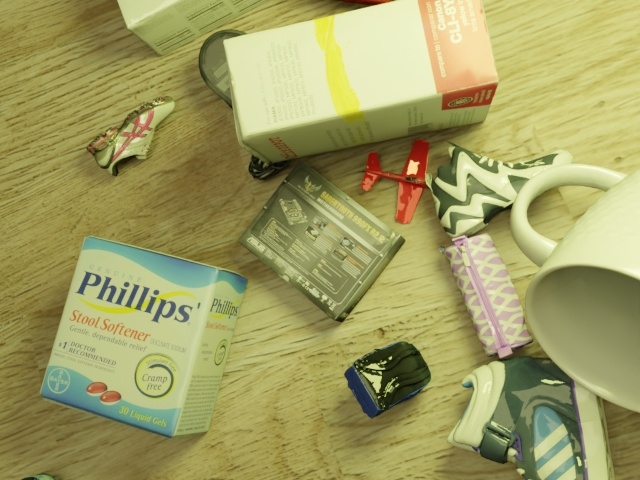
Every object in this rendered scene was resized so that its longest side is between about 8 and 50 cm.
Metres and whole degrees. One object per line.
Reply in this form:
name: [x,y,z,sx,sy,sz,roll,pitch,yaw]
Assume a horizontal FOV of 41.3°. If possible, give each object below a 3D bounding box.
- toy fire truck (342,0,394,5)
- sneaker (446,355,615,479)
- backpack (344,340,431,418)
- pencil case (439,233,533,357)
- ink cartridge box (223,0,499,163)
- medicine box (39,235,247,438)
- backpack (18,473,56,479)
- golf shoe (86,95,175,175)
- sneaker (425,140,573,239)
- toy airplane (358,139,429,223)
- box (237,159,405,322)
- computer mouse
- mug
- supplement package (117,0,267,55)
toy fire truck: [0.113,-0.545,1.481,0.254,0.169,0.302,35,92,-1]
sneaker: [0.317,0.339,1.299,0.236,0.130,0.322,-8,82,22]
backpack: [0.109,0.221,1.380,0.120,0.101,0.098,-25,78,-23]
pencil case: [0.269,0.085,1.363,0.086,0.088,0.206,-25,76,12]
ink cartridge box: [0.066,-0.249,1.342,0.385,0.279,0.160,-12,86,5]
medicine box: [-0.302,0.164,1.473,0.264,0.149,0.289,13,86,17]
backpack: [-0.503,0.475,1.510,0.105,0.084,0.114,-25,81,10]
golf shoe: [-0.342,-0.199,1.594,0.186,0.067,0.086,-36,105,3]
sneaker: [0.279,-0.120,1.390,0.235,0.094,0.153,-33,77,12]
toy airplane: [0.135,-0.110,1.461,0.151,0.028,0.151,-2,82,15]
box: [0.000,0.000,1.466,0.231,0.056,0.183,38,91,17]
computer mouse: [-0.114,-0.258,1.537,0.188,0.072,0.272,-38,86,5]
mug: [0.451,0.012,1.211,0.374,0.276,0.328,31,57,24]
supplement package: [-0.245,-0.506,1.568,0.262,0.145,0.204,-25,76,10]
